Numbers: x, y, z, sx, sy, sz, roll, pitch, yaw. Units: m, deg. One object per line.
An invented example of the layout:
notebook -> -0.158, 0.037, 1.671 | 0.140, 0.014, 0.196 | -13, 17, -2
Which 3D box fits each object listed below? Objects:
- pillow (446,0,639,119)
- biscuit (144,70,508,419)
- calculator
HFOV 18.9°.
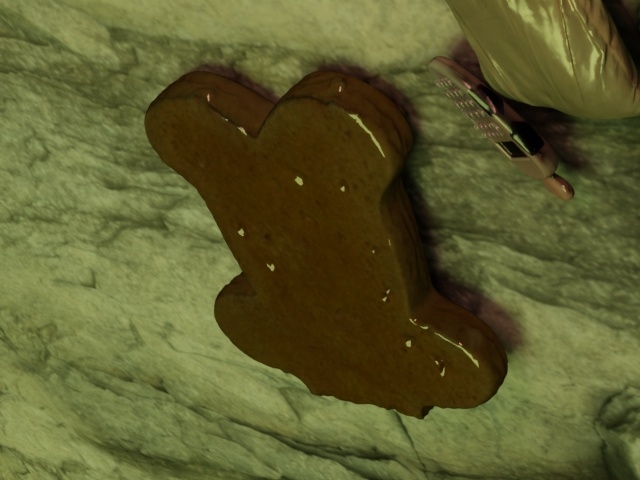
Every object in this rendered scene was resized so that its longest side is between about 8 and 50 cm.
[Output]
pillow -> 0.139, -0.206, 1.488 | 0.173, 0.067, 0.270 | 6, 134, 52
biscuit -> 0.000, 0.000, 1.901 | 0.368, 0.076, 0.394 | 6, 131, 45
calculator -> 0.154, -0.095, 1.615 | 0.166, 0.024, 0.103 | 43, 176, -7
